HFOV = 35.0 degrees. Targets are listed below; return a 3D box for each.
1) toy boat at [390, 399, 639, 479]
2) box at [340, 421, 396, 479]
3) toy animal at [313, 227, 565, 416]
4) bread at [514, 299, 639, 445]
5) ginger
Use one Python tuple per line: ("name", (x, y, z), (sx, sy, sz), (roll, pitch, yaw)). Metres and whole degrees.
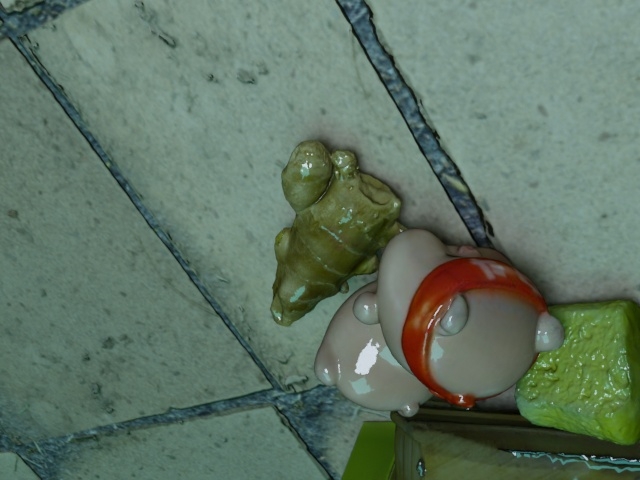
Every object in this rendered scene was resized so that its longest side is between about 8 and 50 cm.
("toy boat", (0.278, 0.235, 0.993), (0.445, 0.162, 0.136), (1, 94, 23))
("box", (0.084, 0.358, 1.158), (0.062, 0.175, 0.261), (-2, 126, 26))
("toy animal", (0.104, 0.077, 0.917), (0.171, 0.171, 0.197), (46, 137, -17))
("bread", (0.250, 0.120, 0.933), (0.114, 0.129, 0.111), (0, 159, 34))
("ginger", (0.014, -0.003, 0.956), (0.115, 0.081, 0.205), (-6, 134, -19))
